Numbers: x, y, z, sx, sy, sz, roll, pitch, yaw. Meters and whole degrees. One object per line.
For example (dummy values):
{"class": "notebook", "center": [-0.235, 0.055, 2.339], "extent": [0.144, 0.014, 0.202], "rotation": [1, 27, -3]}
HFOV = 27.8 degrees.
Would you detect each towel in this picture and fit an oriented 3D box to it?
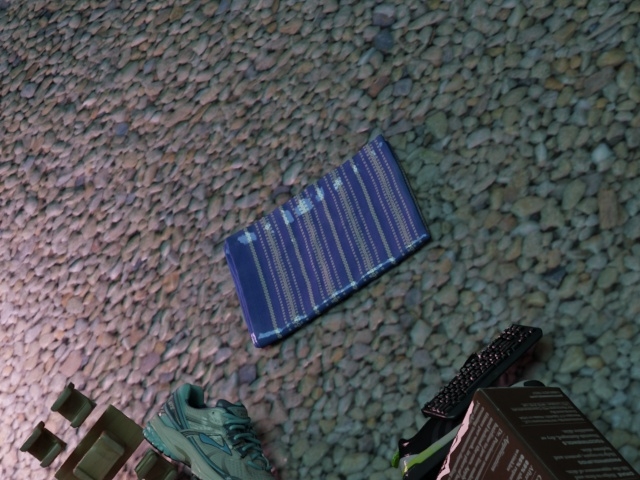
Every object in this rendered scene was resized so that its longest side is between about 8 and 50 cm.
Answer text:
{"class": "towel", "center": [0.000, 0.000, 2.050], "extent": [0.336, 0.040, 0.243], "rotation": [-34, 46, 16]}

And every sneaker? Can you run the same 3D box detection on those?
{"class": "sneaker", "center": [-0.138, 0.296, 1.874], "extent": [0.283, 0.110, 0.122], "rotation": [27, 84, 34]}
{"class": "sneaker", "center": [0.187, 0.238, 1.695], "extent": [0.235, 0.084, 0.097], "rotation": [-37, 42, 13]}

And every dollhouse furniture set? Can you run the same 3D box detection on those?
{"class": "dollhouse furniture set", "center": [-0.369, 0.367, 1.989], "extent": [0.242, 0.212, 0.161], "rotation": [-52, 5, -4]}

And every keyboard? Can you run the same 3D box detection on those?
{"class": "keyboard", "center": [0.207, 0.172, 1.715], "extent": [0.180, 0.023, 0.108], "rotation": [-39, 11, -19]}

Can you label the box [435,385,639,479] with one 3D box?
{"class": "box", "center": [0.289, 0.349, 1.442], "extent": [0.381, 0.143, 0.191], "rotation": [53, 131, 47]}
